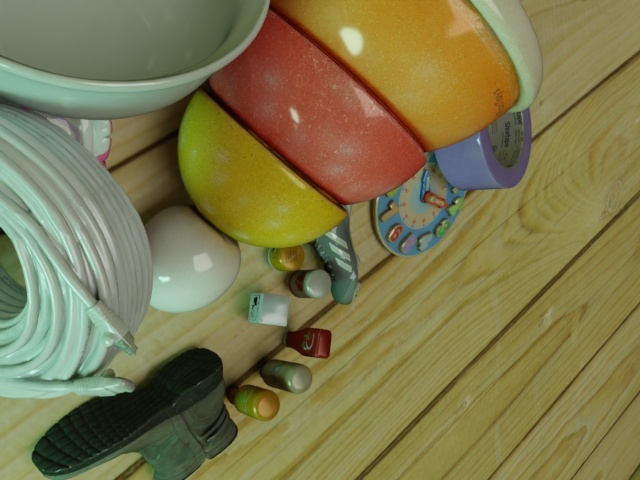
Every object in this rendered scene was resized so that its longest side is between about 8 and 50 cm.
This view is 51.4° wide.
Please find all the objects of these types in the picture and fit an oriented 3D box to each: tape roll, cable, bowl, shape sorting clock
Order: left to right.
[{"bbox_3d":[-0.262,0.010,0.544,0.089,0.257,0.257,-45,119,-58],"label":"cable"},{"bbox_3d":[-0.202,-0.207,0.555,0.297,0.298,0.134,-27,167,-33],"label":"bowl"},{"bbox_3d":[0.164,-0.070,1.053,0.206,0.040,0.206,-17,116,-38],"label":"shape sorting clock"},{"bbox_3d":[0.254,-0.173,1.035,0.189,0.080,0.189,1,88,-49],"label":"tape roll"}]

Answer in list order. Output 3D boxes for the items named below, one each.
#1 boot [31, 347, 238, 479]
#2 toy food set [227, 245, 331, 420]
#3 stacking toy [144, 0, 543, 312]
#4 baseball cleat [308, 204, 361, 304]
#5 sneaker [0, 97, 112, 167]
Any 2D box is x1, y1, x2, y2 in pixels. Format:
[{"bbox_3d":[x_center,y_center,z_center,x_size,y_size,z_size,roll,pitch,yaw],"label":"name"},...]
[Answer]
[{"bbox_3d":[-0.207,0.253,0.810,0.246,0.083,0.161,-26,128,-32],"label":"boot"},{"bbox_3d":[-0.057,0.121,0.906,0.111,0.104,0.232,9,81,-31],"label":"toy food set"},{"bbox_3d":[-0.039,-0.113,0.716,0.480,0.350,0.350,-48,134,4],"label":"stacking toy"},{"bbox_3d":[0.000,0.000,0.921,0.109,0.072,0.206,-13,109,-25],"label":"baseball cleat"},{"bbox_3d":[-0.260,-0.037,0.642,0.111,0.103,0.252,-15,109,-34],"label":"sneaker"}]
